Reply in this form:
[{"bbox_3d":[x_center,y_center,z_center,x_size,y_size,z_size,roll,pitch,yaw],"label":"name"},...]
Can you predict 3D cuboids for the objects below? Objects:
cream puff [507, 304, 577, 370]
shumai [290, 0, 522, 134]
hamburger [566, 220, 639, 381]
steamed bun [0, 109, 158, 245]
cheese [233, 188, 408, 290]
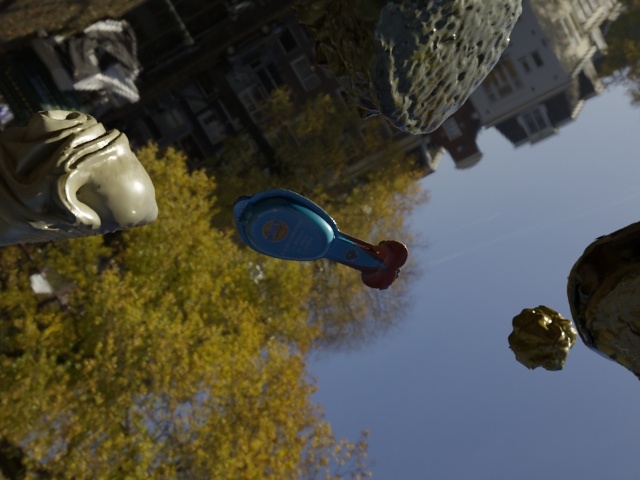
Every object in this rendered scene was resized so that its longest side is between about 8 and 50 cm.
[{"bbox_3d":[0.506,0.219,1.607,0.156,0.121,0.156,-29,-160,12],"label":"cream puff"},{"bbox_3d":[0.080,-0.319,0.975,0.330,0.288,0.292,0,127,-56],"label":"shumai"},{"bbox_3d":[0.542,0.098,1.144,0.266,0.284,0.134,-23,-153,11],"label":"hamburger"},{"bbox_3d":[-0.464,-0.108,1.222,0.324,0.219,0.310,-4,-177,31],"label":"steamed bun"},{"bbox_3d":[0.000,0.000,0.962,0.106,0.256,0.037,-59,-160,30],"label":"cheese"}]
